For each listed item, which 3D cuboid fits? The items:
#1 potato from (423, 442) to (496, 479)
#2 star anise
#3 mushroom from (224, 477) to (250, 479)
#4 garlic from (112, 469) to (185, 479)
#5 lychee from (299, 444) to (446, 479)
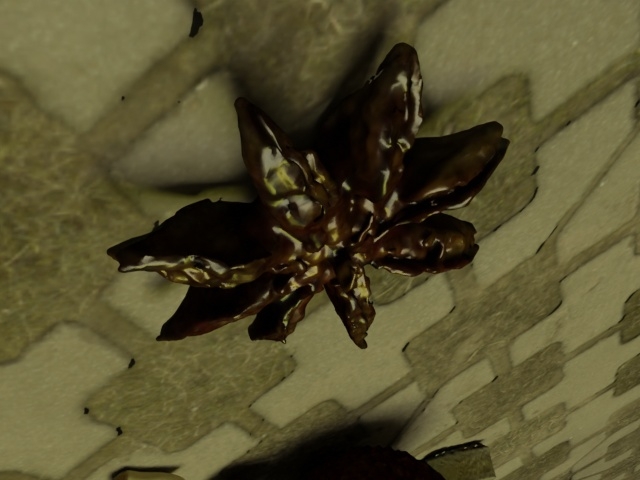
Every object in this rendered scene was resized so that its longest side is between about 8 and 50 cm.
[{"bbox_3d":[0.208,0.369,1.139,0.122,0.061,0.086,1,140,-33],"label":"potato"},{"bbox_3d":[0.000,0.001,0.476,0.288,0.088,0.288,-17,148,-11],"label":"star anise"},{"bbox_3d":[-0.099,0.330,0.866,0.088,0.073,0.130,1,122,-19],"label":"mushroom"},{"bbox_3d":[-0.184,0.264,0.753,0.053,0.041,0.083,-44,136,16],"label":"garlic"},{"bbox_3d":[0.062,0.383,0.881,0.264,0.264,0.300,-18,164,-13],"label":"lychee"}]
